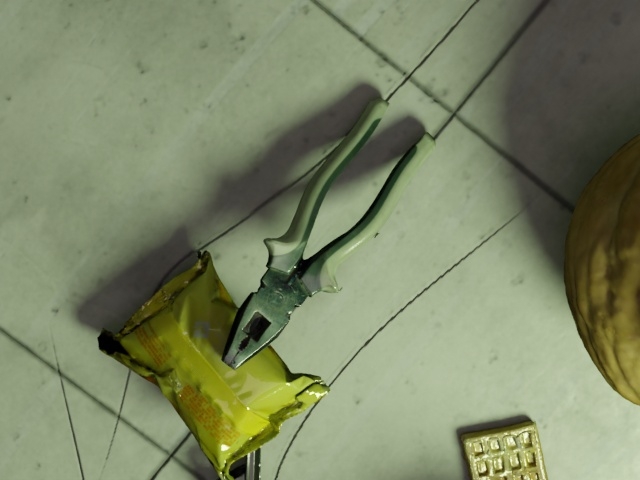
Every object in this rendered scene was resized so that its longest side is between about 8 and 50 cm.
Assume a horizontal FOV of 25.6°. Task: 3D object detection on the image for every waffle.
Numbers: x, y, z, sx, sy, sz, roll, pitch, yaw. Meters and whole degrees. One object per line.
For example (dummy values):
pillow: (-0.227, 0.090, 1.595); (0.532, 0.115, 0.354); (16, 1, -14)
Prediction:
waffle: (0.213, 0.274, 1.587); (0.092, 0.021, 0.135); (-11, 101, 1)

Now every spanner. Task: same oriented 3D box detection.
spanner: (0.000, 0.000, 1.473); (0.096, 0.040, 0.325); (37, 82, -5)

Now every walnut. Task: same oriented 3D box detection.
walnut: (0.394, 0.037, 1.401); (0.333, 0.333, 0.332); (0, 103, 0)

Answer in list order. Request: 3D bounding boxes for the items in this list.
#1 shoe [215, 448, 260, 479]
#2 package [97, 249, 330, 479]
shoe: (-0.094, 0.263, 1.568); (0.053, 0.062, 0.159); (5, 96, 2)
package: (-0.116, 0.137, 1.511); (0.168, 0.090, 0.226); (-42, 80, 7)
